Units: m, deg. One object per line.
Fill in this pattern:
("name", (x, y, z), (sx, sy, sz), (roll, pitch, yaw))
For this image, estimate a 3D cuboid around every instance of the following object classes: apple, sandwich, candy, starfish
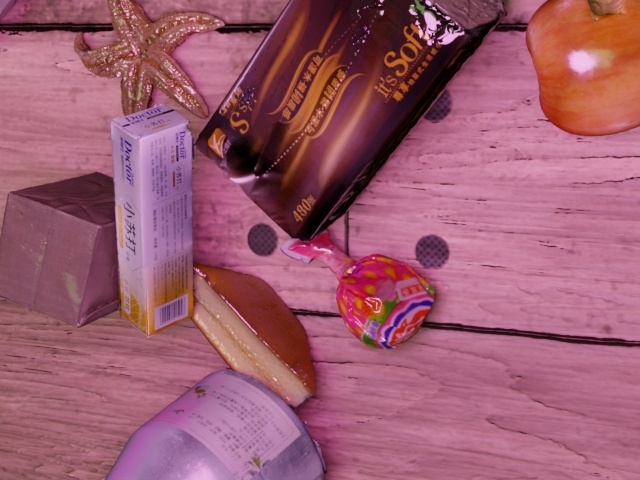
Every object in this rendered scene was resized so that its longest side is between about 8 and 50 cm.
("apple", (0.338, -0.216, 1.366), (0.199, 0.199, 0.199), (4, 102, 21))
("sandwich", (-0.101, 0.127, 1.646), (0.094, 0.096, 0.258), (-43, 84, 29))
("candy", (0.000, 0.000, 1.590), (0.365, 0.124, 0.124), (45, 113, 17))
("starfish", (-0.242, -0.261, 1.656), (0.236, 0.062, 0.277), (-3, 95, 17))

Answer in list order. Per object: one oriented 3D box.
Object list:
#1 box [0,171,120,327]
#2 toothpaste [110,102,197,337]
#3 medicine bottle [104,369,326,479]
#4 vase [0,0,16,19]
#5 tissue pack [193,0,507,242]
("box", (-0.323, 0.008, 1.634), (0.155, 0.231, 0.148), (20, 106, 17))
("toothpaste", (-0.217, -0.021, 1.527), (0.071, 0.089, 0.312), (35, 134, 37))
("medicine bottle", (-0.172, 0.350, 1.573), (0.245, 0.290, 0.245), (25, 133, 29))
("vase", (-0.587, -0.297, 1.731), (0.165, 0.165, 0.360), (46, 117, 8))
("tissue pack", (0.043, -0.203, 1.441), (0.210, 0.198, 0.370), (44, 122, 11))
